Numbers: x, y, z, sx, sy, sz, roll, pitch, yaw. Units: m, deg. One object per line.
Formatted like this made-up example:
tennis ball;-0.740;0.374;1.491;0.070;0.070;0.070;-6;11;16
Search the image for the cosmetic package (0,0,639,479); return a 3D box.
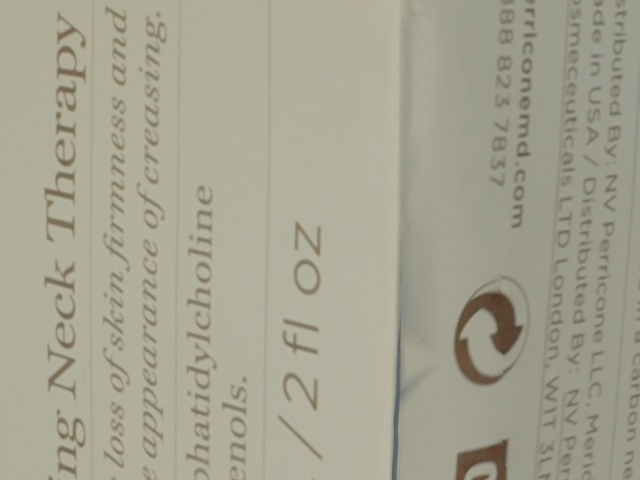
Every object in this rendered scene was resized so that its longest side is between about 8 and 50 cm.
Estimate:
cosmetic package;0.000;0.000;0.884;0.327;0.329;0.394;-9;-164;-43
